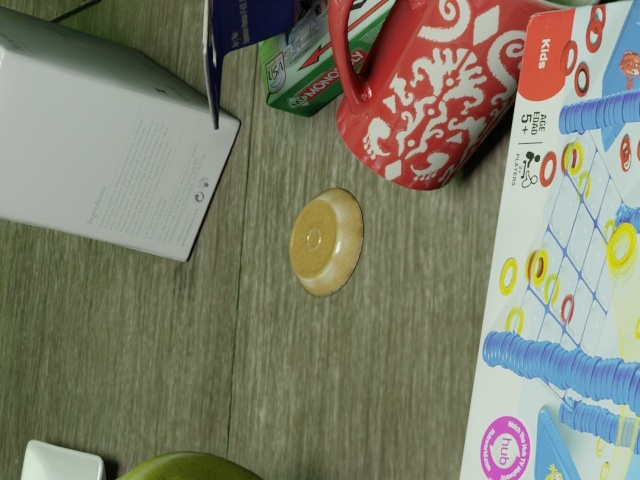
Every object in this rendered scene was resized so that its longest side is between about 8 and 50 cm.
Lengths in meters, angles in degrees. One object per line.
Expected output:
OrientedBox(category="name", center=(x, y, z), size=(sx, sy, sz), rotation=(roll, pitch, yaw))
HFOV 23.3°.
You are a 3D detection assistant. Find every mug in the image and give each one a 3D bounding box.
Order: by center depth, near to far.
OrientedBox(category="mug", center=(0.071, -0.130, 0.993), size=(0.169, 0.150, 0.113), rotation=(-57, 10, 37))

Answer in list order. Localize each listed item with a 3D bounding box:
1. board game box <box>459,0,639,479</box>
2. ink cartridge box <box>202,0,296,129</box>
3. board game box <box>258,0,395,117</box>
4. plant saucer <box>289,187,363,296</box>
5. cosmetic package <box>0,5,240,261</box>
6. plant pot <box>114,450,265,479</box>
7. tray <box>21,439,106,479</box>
OrientedBox(category="board game box", center=(0.218, 0.025, 0.793), size=(0.302, 0.086, 0.308), rotation=(1, 80, 54))
OrientedBox(category="ink cartridge box", center=(-0.042, -0.278, 1.106), size=(0.176, 0.069, 0.371), rotation=(96, 179, -77))
OrientedBox(category="board game box", center=(0.058, -0.256, 1.133), size=(0.317, 0.046, 0.213), rotation=(-34, 54, 43))
OrientedBox(category="plant saucer", center=(0.000, 0.000, 1.156), size=(0.083, 0.015, 0.083), rotation=(-22, 62, 49))
OrientedBox(category="cosmetic package", center=(-0.229, -0.103, 1.320), size=(0.224, 0.225, 0.138), rotation=(37, 109, 51))
OrientedBox(category="plant pot", center=(-0.161, 0.321, 1.031), size=(0.353, 0.366, 0.366), rotation=(-38, 50, 27))
OrientedBox(category="tray", center=(-0.238, 0.317, 1.368), size=(0.145, 0.030, 0.270), rotation=(2, 81, 53))
